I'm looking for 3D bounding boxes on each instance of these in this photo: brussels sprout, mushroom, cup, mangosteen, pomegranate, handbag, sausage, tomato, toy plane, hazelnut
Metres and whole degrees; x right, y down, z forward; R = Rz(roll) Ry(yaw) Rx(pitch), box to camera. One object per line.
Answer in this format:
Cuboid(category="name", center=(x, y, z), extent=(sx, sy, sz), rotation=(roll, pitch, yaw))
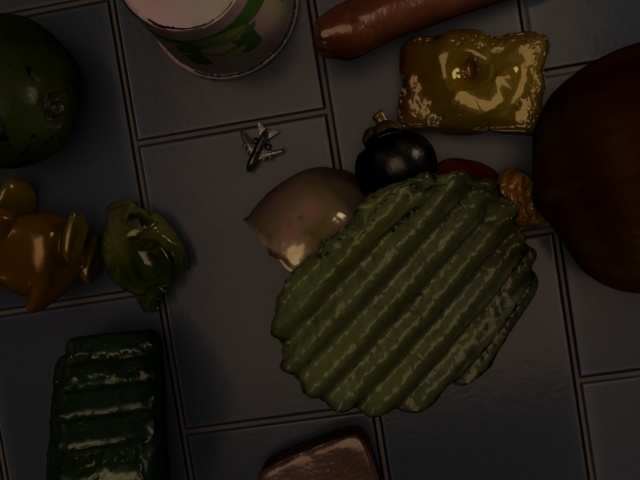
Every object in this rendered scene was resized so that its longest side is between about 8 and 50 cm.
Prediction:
Cuboid(category="brussels sprout", center=(-0.302, 0.023, 1.326), extent=(0.139, 0.100, 0.181), rotation=(-23, 108, 22))
Cuboid(category="mushroom", center=(0.014, -0.021, 1.255), extent=(0.236, 0.162, 0.173), rotation=(40, 98, 1))
Cuboid(category="cup", center=(-0.173, -0.383, 1.196), extent=(0.253, 0.274, 0.253), rotation=(0, 93, 6))
Cuboid(category="mangosteen", center=(0.112, -0.130, 1.249), extent=(0.137, 0.137, 0.151), rotation=(-17, 84, 6))
Cuboid(category="pomegranate", center=(-0.511, -0.241, 1.262), extent=(0.270, 0.254, 0.254), rotation=(27, 96, 21))
Cuboid(category="handbag", center=(0.005, 0.403, 1.326), extent=(0.193, 0.072, 0.151), rotation=(-21, 91, 5))
Cuboid(category="sausage", center=(0.185, -0.373, 1.224), extent=(0.419, 0.094, 0.094), rotation=(-20, 103, -3))
Cuboid(category="tomato", center=(0.230, -0.055, 1.277), extent=(0.155, 0.069, 0.155), rotation=(0, 94, 5))
Cuboid(category="toy plane", center=(-0.102, -0.150, 1.324), extent=(0.078, 0.031, 0.083), rotation=(24, 95, 4))
Cuboid(category="hazelnut", center=(0.487, -0.105, 1.129), extent=(0.366, 0.366, 0.366), rotation=(0, 93, 6))

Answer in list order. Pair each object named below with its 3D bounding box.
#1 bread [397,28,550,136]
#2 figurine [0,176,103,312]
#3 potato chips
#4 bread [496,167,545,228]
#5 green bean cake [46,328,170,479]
Cuboid(category="bread", center=(0.238, -0.244, 1.260), extent=(0.233, 0.088, 0.161), rotation=(5, 89, 8))
Cuboid(category="figurine", center=(-0.488, 0.013, 1.299), extent=(0.228, 0.215, 0.215), rotation=(30, 96, 17))
Cuboid(category="potato chips", center=(0.142, 0.095, 1.222), extent=(0.358, 0.070, 0.429), rotation=(41, 94, -23))
Cuboid(category="bread", center=(0.316, -0.064, 1.255), extent=(0.110, 0.044, 0.083), rotation=(26, 72, -36))
Cuboid(category="green bean cake", center=(-0.326, 0.336, 1.272), extent=(0.169, 0.300, 0.308), rotation=(-4, 134, -7))
